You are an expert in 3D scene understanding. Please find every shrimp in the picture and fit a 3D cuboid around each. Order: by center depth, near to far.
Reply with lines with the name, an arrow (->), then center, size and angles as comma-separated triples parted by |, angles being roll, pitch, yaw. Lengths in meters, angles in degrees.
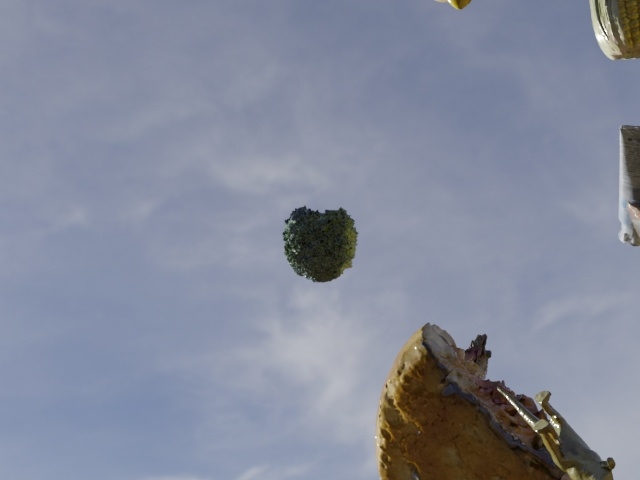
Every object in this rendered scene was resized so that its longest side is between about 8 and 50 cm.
shrimp -> 0.345, 0.327, 2.172 | 0.062, 0.294, 0.154 | -17, -59, 40

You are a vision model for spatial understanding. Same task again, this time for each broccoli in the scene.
broccoli -> -0.001, 0.001, 2.234 | 0.226, 0.198, 0.176 | -60, -9, 16

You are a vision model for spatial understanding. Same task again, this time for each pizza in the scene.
pizza -> 0.195, 0.285, 1.096 | 0.278, 0.408, 0.114 | -12, 17, 31

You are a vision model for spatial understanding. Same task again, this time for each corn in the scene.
corn -> 0.545, -0.475, 1.629 | 0.123, 0.305, 0.122 | -6, -12, 26

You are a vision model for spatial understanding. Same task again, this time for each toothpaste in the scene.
toothpaste -> 0.666, -0.116, 1.884 | 0.114, 0.073, 0.299 | 11, -43, 21

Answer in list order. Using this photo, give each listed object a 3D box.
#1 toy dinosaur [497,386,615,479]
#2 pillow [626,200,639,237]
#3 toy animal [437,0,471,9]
toy dinosaur -> 0.227, 0.197, 0.835 | 0.039, 0.126, 0.162 | -37, 6, -5
pillow -> 0.686, -0.001, 1.814 | 0.034, 0.211, 0.135 | -32, -64, 0
toy animal -> 0.188, -0.499, 1.547 | 0.156, 0.230, 0.156 | -56, -13, -19
